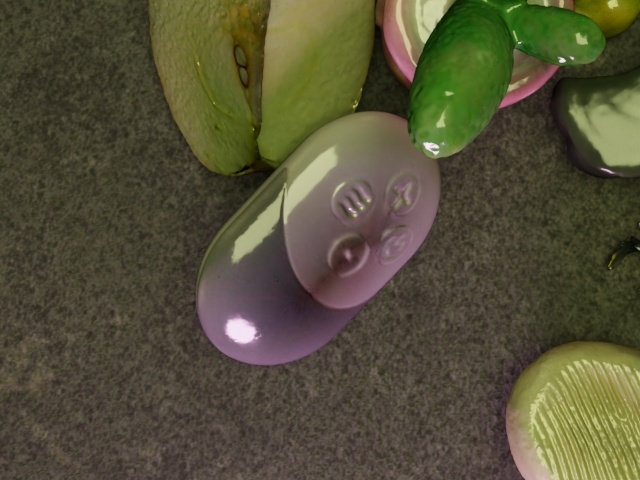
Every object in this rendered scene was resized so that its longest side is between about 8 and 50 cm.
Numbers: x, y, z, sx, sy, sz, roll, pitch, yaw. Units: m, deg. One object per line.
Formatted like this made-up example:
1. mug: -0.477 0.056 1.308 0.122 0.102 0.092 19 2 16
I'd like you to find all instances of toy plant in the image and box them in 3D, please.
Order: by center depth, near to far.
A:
1. toy plant: 0.166 -0.220 1.723 0.210 0.356 0.317 25 88 -10

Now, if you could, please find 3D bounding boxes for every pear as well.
1. pear: 0.326 -0.275 1.862 0.097 0.092 0.092 -36 92 -40

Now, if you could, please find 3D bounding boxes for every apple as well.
1. apple: -0.064 -0.237 1.766 0.254 0.179 0.346 2 122 -4

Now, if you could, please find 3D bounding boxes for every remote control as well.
1. remote control: 0.000 0.000 1.805 0.332 0.103 0.221 -46 130 -1

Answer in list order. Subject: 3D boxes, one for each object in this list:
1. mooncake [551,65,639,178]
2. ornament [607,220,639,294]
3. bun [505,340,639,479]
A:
1. mooncake: 0.351 -0.151 1.853 0.175 0.104 0.169 15 93 -1
2. ornament: 0.459 0.007 1.870 0.236 0.080 0.202 12 93 -3
3. bun: 0.312 0.216 1.843 0.222 0.127 0.222 1 84 -13
